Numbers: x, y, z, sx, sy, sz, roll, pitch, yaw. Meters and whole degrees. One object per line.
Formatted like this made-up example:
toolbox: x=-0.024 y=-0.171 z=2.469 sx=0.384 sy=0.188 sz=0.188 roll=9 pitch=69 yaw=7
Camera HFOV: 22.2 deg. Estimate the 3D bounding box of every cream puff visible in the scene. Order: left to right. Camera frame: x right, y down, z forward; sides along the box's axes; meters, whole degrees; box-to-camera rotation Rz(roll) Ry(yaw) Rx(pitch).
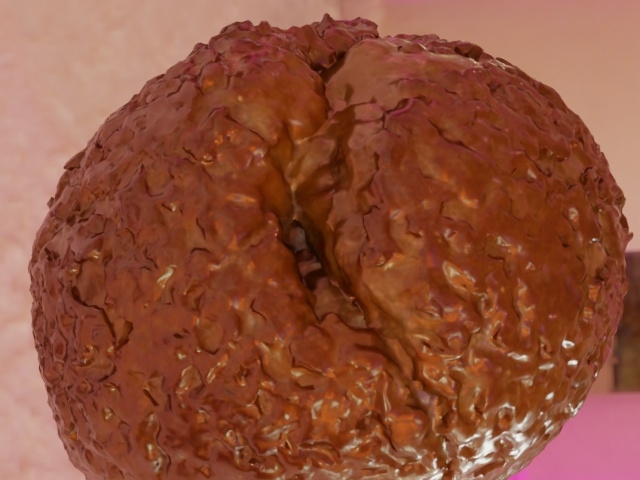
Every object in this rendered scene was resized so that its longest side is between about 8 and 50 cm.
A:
cream puff: x=0.000 y=0.000 z=0.798 sx=0.303 sy=0.303 sz=0.212 roll=-72 pitch=159 yaw=-54
